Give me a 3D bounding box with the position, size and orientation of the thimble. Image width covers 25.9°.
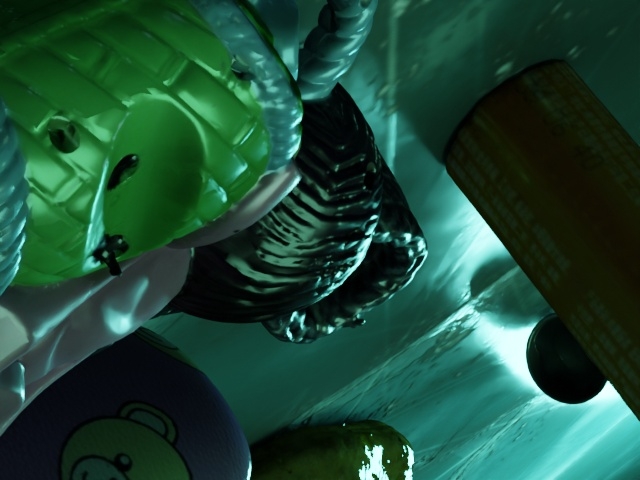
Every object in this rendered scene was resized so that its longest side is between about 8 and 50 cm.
[{"bbox_3d":[0.001,-0.001,0.659,0.095,0.066,0.104,-28,156,-16],"label":"thimble"}]

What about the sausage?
[{"bbox_3d":[0.186,0.050,0.711,0.093,0.312,0.093,-30,158,-14],"label":"sausage"}]

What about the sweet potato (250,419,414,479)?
[{"bbox_3d":[0.004,0.170,1.024,0.081,0.062,0.233,-45,154,23],"label":"sweet potato"}]

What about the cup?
[{"bbox_3d":[0.235,0.091,1.171,0.100,0.078,0.077,-6,-175,37],"label":"cup"}]

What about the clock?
[{"bbox_3d":[-0.058,-0.024,0.482,0.195,0.100,0.194,-22,152,-36],"label":"clock"}]

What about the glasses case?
[{"bbox_3d":[-0.163,0.102,0.540,0.316,0.123,0.076,-14,143,-45],"label":"glasses case"}]
